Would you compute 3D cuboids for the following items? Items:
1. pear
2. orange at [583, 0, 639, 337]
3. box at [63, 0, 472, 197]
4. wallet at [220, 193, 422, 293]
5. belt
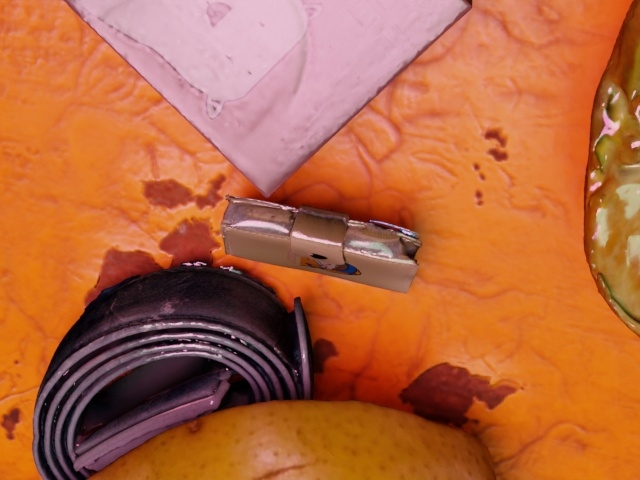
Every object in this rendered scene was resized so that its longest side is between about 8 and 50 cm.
[{"bbox_3d":[-0.028,0.295,0.859,0.386,0.191,0.340,-14,135,-1],"label":"pear"},{"bbox_3d":[0.310,-0.075,0.745,0.263,0.196,0.334,2,116,-10],"label":"orange"},{"bbox_3d":[-0.035,-0.182,0.802,0.215,0.086,0.215,44,109,-11],"label":"box"},{"bbox_3d":[0.000,0.000,0.864,0.155,0.110,0.039,11,76,1],"label":"wallet"},{"bbox_3d":[-0.115,0.131,0.913,0.267,0.116,0.206,-39,110,20],"label":"belt"}]
